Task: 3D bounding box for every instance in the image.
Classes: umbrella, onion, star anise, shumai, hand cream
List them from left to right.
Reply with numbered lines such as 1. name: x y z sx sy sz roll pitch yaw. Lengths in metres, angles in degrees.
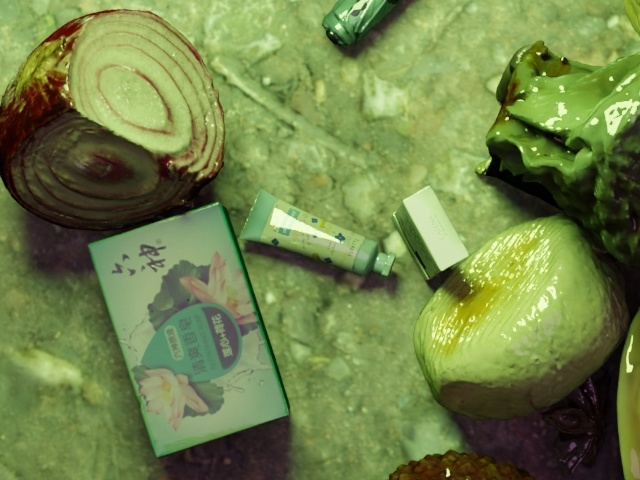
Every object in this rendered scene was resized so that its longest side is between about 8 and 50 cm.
1. onion: -0.238 -0.133 1.493 0.207 0.216 0.206 -27 44 34
2. hand cream: 0.000 0.000 1.549 0.170 0.043 0.065 20 73 7
3. umbrella: 0.100 -0.313 1.564 0.250 0.053 0.052 -44 85 -1
4. star anise: 0.269 0.189 1.487 0.056 0.129 0.124 14 92 37
5. shumai: 0.303 -0.097 1.316 0.260 0.222 0.225 28 95 -32

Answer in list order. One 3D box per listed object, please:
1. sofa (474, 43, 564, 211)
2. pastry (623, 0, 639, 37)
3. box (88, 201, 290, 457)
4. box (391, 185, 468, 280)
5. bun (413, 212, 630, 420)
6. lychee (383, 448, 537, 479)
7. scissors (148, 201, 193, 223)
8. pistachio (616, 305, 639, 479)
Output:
1. sofa: 0.302 -0.110 1.473 0.258 0.200 0.182 28 89 5
2. pastry: 0.502 -0.263 1.416 0.388 0.313 0.389 -4 42 3
3. box: -0.140 0.095 1.513 0.153 0.092 0.245 -19 89 0
4. box: 0.115 -0.006 1.489 0.040 0.154 0.084 -31 86 -5
5. bun: 0.220 0.087 1.467 0.244 0.244 0.153 -43 115 -2
6. lychee: 0.147 0.361 1.412 0.275 0.276 0.304 -10 60 1
7. scissors: -0.200 -0.044 1.570 0.113 0.012 0.039 21 86 2
8. pistachio: 0.470 0.216 1.403 0.365 0.281 0.446 -9 85 -23
